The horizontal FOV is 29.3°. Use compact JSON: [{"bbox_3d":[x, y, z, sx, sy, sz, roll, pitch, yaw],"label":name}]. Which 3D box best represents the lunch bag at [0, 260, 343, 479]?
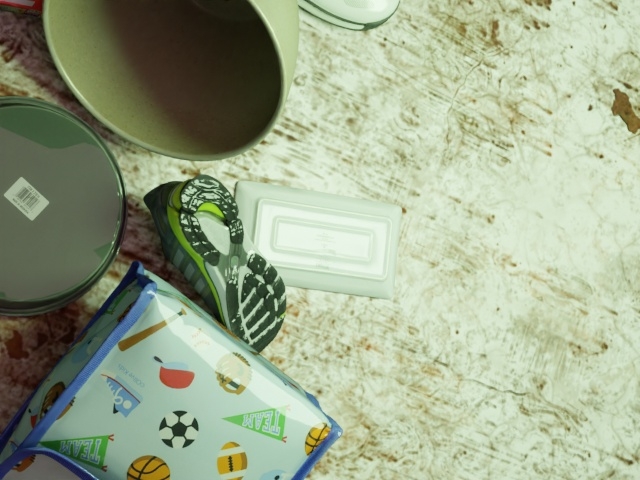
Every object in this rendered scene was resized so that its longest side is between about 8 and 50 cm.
[{"bbox_3d":[-0.220,0.281,1.541,0.328,0.239,0.385,40,88,-13],"label":"lunch bag"}]

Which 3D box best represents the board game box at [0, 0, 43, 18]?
[{"bbox_3d":[-0.448,-0.381,1.590,0.194,0.045,0.146,6,85,-24],"label":"board game box"}]

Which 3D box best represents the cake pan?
[{"bbox_3d":[-0.389,-0.047,1.593,0.293,0.054,0.293,2,86,-23],"label":"cake pan"}]

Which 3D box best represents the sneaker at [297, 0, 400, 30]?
[{"bbox_3d":[-0.016,-0.483,1.677,0.447,0.257,0.169,47,70,-16],"label":"sneaker"}]

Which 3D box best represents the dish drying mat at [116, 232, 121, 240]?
[{"bbox_3d":[-0.308,0.014,1.657,0.032,0.008,0.083,44,71,-18],"label":"dish drying mat"}]

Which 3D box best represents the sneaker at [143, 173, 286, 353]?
[{"bbox_3d":[-0.143,0.032,1.682,0.111,0.121,0.299,-39,123,-28],"label":"sneaker"}]

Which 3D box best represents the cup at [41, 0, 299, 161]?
[{"bbox_3d":[-0.160,-0.305,1.599,0.331,0.331,0.237,42,45,-17],"label":"cup"}]

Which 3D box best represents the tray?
[{"bbox_3d":[0.000,0.000,1.788,0.271,0.030,0.145,8,85,-24],"label":"tray"}]
